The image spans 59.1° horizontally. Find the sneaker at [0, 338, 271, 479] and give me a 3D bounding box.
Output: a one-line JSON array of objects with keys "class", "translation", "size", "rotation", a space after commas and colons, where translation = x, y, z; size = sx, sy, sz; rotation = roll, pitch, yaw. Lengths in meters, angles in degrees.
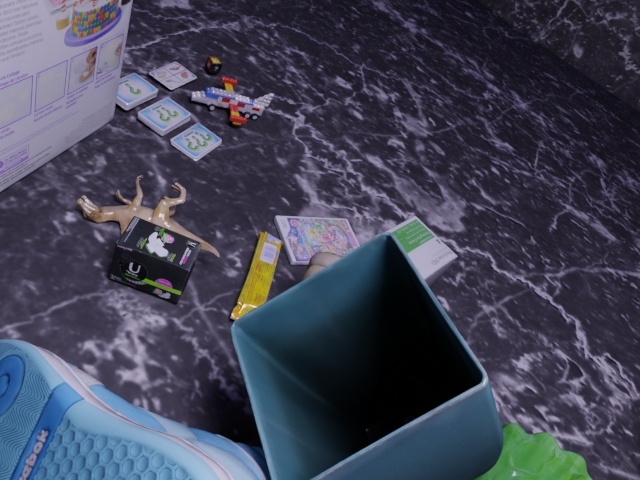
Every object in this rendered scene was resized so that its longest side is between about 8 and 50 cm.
[{"class": "sneaker", "translation": [-0.152, 0.190, 0.463], "size": [0.319, 0.208, 0.127], "rotation": [19, 76, 33]}]

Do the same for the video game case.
[{"class": "video game case", "translation": [0.000, 0.000, 0.818], "size": [0.122, 0.011, 0.087], "rotation": [1, 48, -29]}]

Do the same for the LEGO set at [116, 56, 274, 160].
[{"class": "LEGO set", "translation": [-0.199, -0.243, 0.922], "size": [0.182, 0.060, 0.244], "rotation": [37, 40, 3]}]

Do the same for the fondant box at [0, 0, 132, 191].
[{"class": "fondant box", "translation": [-0.320, -0.243, 0.634], "size": [0.096, 0.330, 0.238], "rotation": [30, 39, 0]}]

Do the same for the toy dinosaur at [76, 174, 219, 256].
[{"class": "toy dinosaur", "translation": [-0.203, -0.026, 0.708], "size": [0.183, 0.053, 0.092], "rotation": [18, 56, -2]}]

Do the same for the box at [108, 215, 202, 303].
[{"class": "box", "translation": [-0.187, 0.023, 0.643], "size": [0.083, 0.062, 0.052], "rotation": [22, 39, -8]}]

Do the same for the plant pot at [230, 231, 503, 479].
[{"class": "plant pot", "translation": [0.063, 0.152, 0.513], "size": [0.234, 0.165, 0.165], "rotation": [55, 5, -44]}]

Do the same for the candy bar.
[{"class": "candy bar", "translation": [-0.077, 0.044, 0.721], "size": [0.040, 0.018, 0.161], "rotation": [24, 39, -12]}]

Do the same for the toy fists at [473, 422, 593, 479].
[{"class": "toy fists", "translation": [0.259, 0.322, 0.573], "size": [0.142, 0.096, 0.279], "rotation": [-26, 65, -31]}]

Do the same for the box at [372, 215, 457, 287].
[{"class": "box", "translation": [0.109, 0.039, 0.771], "size": [0.087, 0.102, 0.101], "rotation": [47, 42, 17]}]

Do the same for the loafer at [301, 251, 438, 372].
[{"class": "loafer", "translation": [0.078, 0.125, 0.674], "size": [0.268, 0.102, 0.092], "rotation": [37, 73, 1]}]
